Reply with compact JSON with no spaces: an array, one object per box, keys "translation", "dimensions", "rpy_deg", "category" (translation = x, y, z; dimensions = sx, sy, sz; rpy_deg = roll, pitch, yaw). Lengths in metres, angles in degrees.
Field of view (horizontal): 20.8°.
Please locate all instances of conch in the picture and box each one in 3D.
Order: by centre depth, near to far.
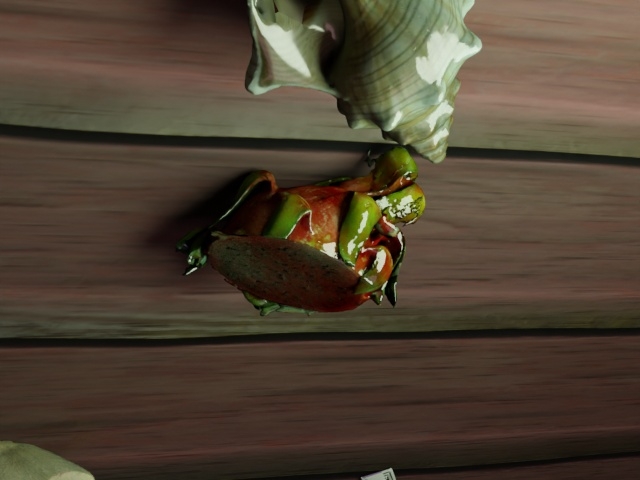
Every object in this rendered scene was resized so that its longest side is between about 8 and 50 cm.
[{"translation":[0.015,-0.137,1.095],"dimensions":[0.234,0.114,0.137],"rpy_deg":[41,106,-18],"category":"conch"}]

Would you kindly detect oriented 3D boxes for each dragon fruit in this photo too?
[{"translation":[0.000,0.000,1.285],"dimensions":[0.175,0.142,0.138],"rpy_deg":[-42,-175,-24],"category":"dragon fruit"}]

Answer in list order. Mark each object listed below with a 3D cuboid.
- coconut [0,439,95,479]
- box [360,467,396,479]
[{"translation":[-0.260,0.249,1.470],"dimensions":[0.161,0.162,0.161],"rpy_deg":[-8,174,-1],"category":"coconut"},{"translation":[0.061,0.287,1.820],"dimensions":[0.036,0.050,0.117],"rpy_deg":[-12,146,-13],"category":"box"}]
